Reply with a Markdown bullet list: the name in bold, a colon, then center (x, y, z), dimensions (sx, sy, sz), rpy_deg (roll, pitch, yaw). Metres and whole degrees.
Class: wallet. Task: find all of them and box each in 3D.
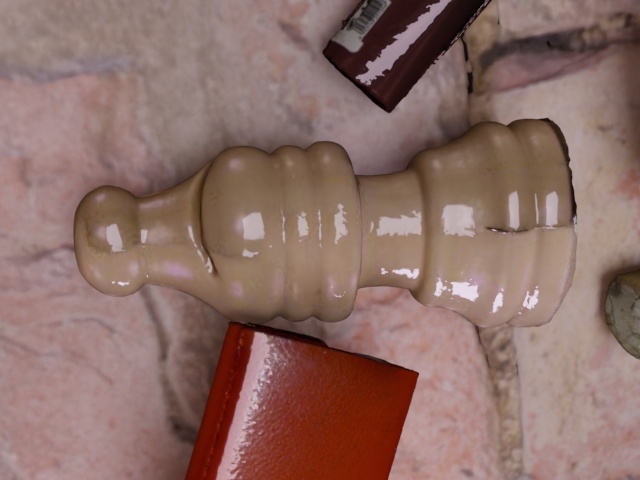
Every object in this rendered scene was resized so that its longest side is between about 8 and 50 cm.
- **wallet**: center (-0.023, 0.163, 0.576), dimensions (0.142, 0.045, 0.204), rpy_deg (18, 87, -29)

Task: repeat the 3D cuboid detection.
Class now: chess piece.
- **chess piece**: center (0.000, 0.000, 0.592), dimensions (0.307, 0.138, 0.124), rpy_deg (-4, 63, -11)

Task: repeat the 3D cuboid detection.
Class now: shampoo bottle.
- **shampoo bottle**: center (0.096, -0.192, 0.586), dimensions (0.236, 0.068, 0.067), rpy_deg (-49, 155, 4)

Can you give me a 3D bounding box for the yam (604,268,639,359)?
- **yam**: center (0.406, 0.034, 0.735), dimensions (0.372, 0.083, 0.083), rpy_deg (-8, 106, -16)
